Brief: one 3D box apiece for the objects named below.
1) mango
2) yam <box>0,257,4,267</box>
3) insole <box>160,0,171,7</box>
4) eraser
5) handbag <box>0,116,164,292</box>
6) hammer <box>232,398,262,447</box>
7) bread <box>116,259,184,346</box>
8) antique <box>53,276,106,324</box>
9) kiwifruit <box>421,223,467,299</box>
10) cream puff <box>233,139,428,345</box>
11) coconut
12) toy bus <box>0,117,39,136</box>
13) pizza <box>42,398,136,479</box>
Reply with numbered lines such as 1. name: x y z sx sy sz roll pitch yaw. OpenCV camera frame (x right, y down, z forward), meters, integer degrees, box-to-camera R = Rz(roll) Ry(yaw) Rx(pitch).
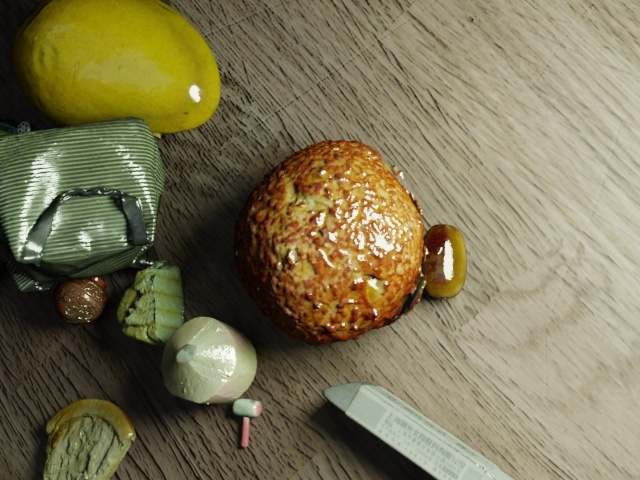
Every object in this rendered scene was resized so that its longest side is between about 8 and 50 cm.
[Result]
1. mango: -0.383 -0.327 1.764 0.445 0.220 0.301 26 82 25
2. yam: -0.701 0.038 1.875 0.330 0.133 0.133 -47 64 3
3. insole: -0.343 -0.542 1.913 0.111 0.007 0.327 -10 74 23
4. eraser: 0.156 0.311 1.445 0.352 0.089 0.061 32 96 26
5. handbag: -0.437 -0.056 1.672 0.341 0.247 0.240 -11 70 -17
6. hammer: -0.128 0.315 1.605 0.053 0.031 0.083 1 85 28
7. bread: -0.314 0.119 1.701 0.110 0.103 0.156 -13 67 33
8. antique: -0.454 0.111 1.758 0.104 0.104 0.104 -6 76 23
9. kiwifruit: 0.198 0.035 1.501 0.075 0.075 0.124 -6 73 23
10. cream puff: -0.004 0.002 1.495 0.350 0.229 0.350 -7 79 40
11. coconut: -0.193 0.205 1.590 0.147 0.153 0.147 -5 77 21
12. toy bus: -0.631 -0.200 1.919 0.262 0.091 0.109 19 93 28
13. pizza: -0.452 0.412 1.723 0.181 0.034 0.262 23 88 26
